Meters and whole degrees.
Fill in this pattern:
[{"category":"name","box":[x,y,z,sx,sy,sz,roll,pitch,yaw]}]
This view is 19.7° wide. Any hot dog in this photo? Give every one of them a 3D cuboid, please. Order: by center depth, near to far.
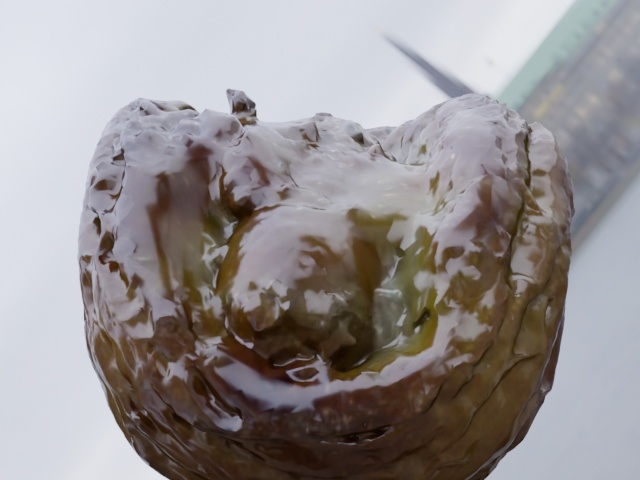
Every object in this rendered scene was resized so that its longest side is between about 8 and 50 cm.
[{"category":"hot dog","box":[0.002,0.002,0.385,0.147,0.099,0.065,-82,-8,-67]}]
